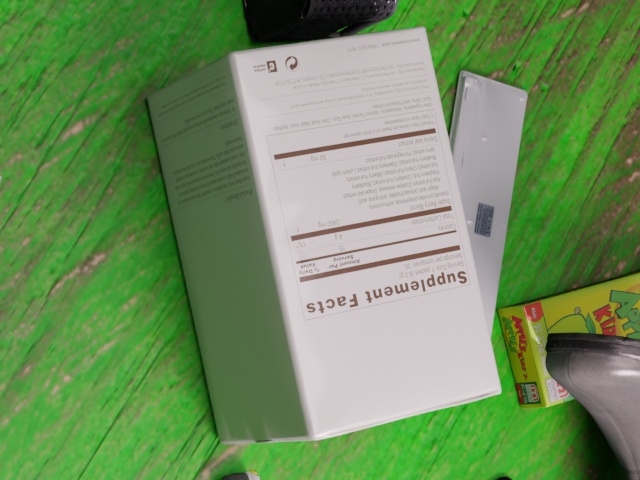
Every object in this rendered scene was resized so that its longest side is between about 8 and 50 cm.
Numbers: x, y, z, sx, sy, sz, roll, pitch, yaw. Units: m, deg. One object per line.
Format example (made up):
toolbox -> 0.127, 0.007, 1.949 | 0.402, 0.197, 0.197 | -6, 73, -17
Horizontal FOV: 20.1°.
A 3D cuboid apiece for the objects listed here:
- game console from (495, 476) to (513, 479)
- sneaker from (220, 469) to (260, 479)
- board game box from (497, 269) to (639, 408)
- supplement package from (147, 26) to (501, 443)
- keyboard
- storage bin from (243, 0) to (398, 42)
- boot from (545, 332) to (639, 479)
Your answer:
game console -> 0.153, 0.274, 1.525 | 0.122, 0.107, 0.071 | -29, 125, -26
sneaker -> -0.066, 0.226, 1.445 | 0.035, 0.031, 0.083 | 1, 79, -13
board game box -> 0.253, 0.083, 1.613 | 0.181, 0.043, 0.092 | -14, 89, -27
supplement package -> 0.000, 0.000, 1.421 | 0.175, 0.177, 0.293 | -11, 89, -28
keyboard -> 0.135, -0.020, 1.587 | 0.072, 0.014, 0.256 | 17, 76, -29
storage bin -> -0.009, -0.260, 1.481 | 0.084, 0.122, 0.180 | -5, 85, -28
boot -> 0.288, 0.225, 1.531 | 0.338, 0.118, 0.223 | 32, 71, -37
